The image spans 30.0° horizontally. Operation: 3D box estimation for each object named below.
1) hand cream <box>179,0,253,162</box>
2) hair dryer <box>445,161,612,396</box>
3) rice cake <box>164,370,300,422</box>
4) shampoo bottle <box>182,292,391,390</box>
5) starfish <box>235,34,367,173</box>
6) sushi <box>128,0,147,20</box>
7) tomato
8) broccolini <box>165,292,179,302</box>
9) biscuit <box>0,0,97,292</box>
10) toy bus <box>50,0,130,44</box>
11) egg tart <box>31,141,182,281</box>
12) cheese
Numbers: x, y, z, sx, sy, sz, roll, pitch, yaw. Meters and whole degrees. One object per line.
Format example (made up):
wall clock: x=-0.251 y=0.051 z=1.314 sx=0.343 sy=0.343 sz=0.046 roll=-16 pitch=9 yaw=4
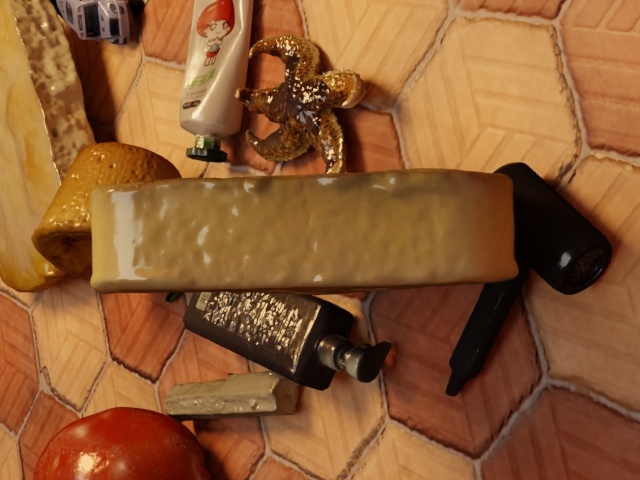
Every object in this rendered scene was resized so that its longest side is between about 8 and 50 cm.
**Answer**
hand cream: x=-0.129 y=-0.268 z=1.519 sx=0.121 sy=0.076 sz=0.336 roll=1 pitch=84 yaw=49
hair dryer: x=0.182 y=0.064 z=1.147 sx=0.128 sy=0.070 sz=0.255 roll=47 pitch=131 yaw=39
rice cake: x=-0.113 y=0.195 z=1.498 sx=0.256 sy=0.052 sz=0.057 roll=-12 pitch=51 yaw=50
shampoo bottle: x=-0.044 y=0.103 z=1.389 sx=0.309 sy=0.071 sz=0.098 roll=18 pitch=82 yaw=50
starfish: x=-0.016 y=-0.146 z=1.378 sx=0.238 sy=0.071 sz=0.216 roll=-22 pitch=78 yaw=59
sushi: x=-0.274 y=-0.451 z=1.701 sx=0.193 sy=0.040 sz=0.210 roll=-47 pitch=55 yaw=39
tomato: x=-0.259 y=0.309 z=1.545 sx=0.232 sy=0.232 sz=0.188 roll=-7 pitch=81 yaw=50
broccolini: x=-0.170 y=0.045 z=1.592 sx=0.035 sy=0.030 sz=0.140 roll=39 pitch=132 yaw=1
biscuit: x=-0.452 y=-0.127 z=1.843 sx=0.446 sy=0.104 sz=0.429 roll=-43 pitch=64 yaw=51
toy bus: x=-0.337 y=-0.340 z=1.736 sx=0.167 sy=0.076 sz=0.073 roll=43 pitch=143 yaw=42
egg tart: x=-0.270 y=-0.033 z=1.582 sx=0.202 sy=0.202 sz=0.147 roll=-22 pitch=51 yaw=48
cheese: x=0.001 y=0.000 z=1.171 sx=0.384 sy=0.384 sz=0.104 roll=-6 pitch=84 yaw=50
